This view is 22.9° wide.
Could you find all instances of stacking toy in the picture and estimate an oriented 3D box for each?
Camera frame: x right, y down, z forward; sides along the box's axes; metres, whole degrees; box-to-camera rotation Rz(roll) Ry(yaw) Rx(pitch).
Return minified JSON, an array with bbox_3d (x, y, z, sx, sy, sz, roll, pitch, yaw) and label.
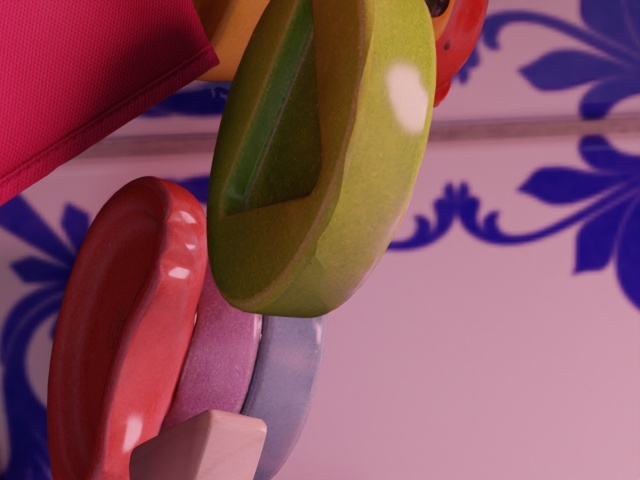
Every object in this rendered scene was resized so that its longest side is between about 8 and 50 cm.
[{"bbox_3d":[0.000,0.000,0.658,0.130,0.279,0.309,14,108,-23],"label":"stacking toy"}]

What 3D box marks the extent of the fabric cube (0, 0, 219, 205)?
[{"bbox_3d":[-0.237,-0.114,0.556,0.259,0.254,0.258,-11,108,33],"label":"fabric cube"}]
